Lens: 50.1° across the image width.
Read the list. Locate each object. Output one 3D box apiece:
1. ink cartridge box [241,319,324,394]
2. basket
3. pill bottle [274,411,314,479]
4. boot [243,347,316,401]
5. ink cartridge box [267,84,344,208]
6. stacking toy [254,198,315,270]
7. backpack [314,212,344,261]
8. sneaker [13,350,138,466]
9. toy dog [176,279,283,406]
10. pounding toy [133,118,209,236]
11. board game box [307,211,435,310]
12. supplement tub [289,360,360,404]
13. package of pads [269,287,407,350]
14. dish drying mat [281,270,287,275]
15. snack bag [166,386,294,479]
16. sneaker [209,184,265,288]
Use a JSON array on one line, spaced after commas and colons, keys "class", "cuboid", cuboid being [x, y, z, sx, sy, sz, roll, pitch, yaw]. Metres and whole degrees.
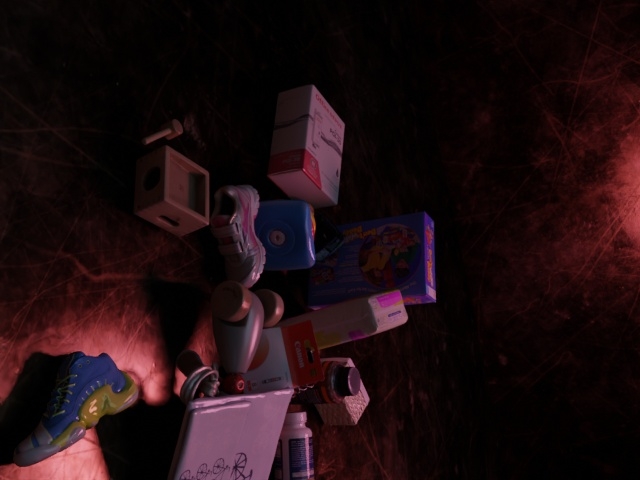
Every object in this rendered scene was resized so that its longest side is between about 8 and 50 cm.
[{"class": "ink cartridge box", "cuboid": [-0.095, 0.264, 1.529, 0.045, 0.180, 0.145, 46, 28, -66]}, {"class": "basket", "cuboid": [0.045, 0.413, 1.858, 0.167, 0.113, 0.103, 66, 33, -27]}, {"class": "pill bottle", "cuboid": [-0.065, 0.498, 1.638, 0.094, 0.094, 0.169, 18, 67, -60]}, {"class": "boot", "cuboid": [-0.084, 0.363, 1.552, 0.088, 0.176, 0.244, 41, 48, -55]}, {"class": "ink cartridge box", "cuboid": [-0.036, -0.256, 1.898, 0.207, 0.117, 0.282, 42, 46, -51]}, {"class": "stacking toy", "cuboid": [-0.071, -0.047, 1.759, 0.302, 0.166, 0.175, -52, 138, -69]}, {"class": "backpack", "cuboid": [0.000, 0.000, 1.885, 0.105, 0.114, 0.084, 51, 7, 34]}, {"class": "sneaker", "cuboid": [-0.405, 0.255, 1.090, 0.126, 0.091, 0.240, 60, 29, 0]}, {"class": "toy dog", "cuboid": [-0.212, 0.228, 1.427, 0.333, 0.161, 0.220, -63, 141, -27]}, {"class": "pounding toy", "cuboid": [-0.316, -0.139, 1.361, 0.181, 0.094, 0.205, 33, 44, -49]}, {"class": "board game box", "cuboid": [0.136, 0.065, 1.883, 0.078, 0.347, 0.233, 35, 52, -56]}, {"class": "supplement tub", "cuboid": [-0.004, 0.350, 1.686, 0.106, 0.198, 0.105, 25, 61, -58]}, {"class": "package of pads", "cuboid": [0.049, 0.206, 1.727, 0.229, 0.297, 0.101, -5, 77, -63]}, {"class": "dish drying mat", "cuboid": [-0.090, 0.051, 1.819, 0.032, 0.008, 0.083, 55, 37, -39]}, {"class": "snack bag", "cuboid": [-0.182, 0.458, 1.355, 0.343, 0.037, 0.322, 12, 93, -59]}, {"class": "sneaker", "cuboid": [-0.199, -0.013, 1.543, 0.111, 0.103, 0.252, 16, 62, -56]}]
